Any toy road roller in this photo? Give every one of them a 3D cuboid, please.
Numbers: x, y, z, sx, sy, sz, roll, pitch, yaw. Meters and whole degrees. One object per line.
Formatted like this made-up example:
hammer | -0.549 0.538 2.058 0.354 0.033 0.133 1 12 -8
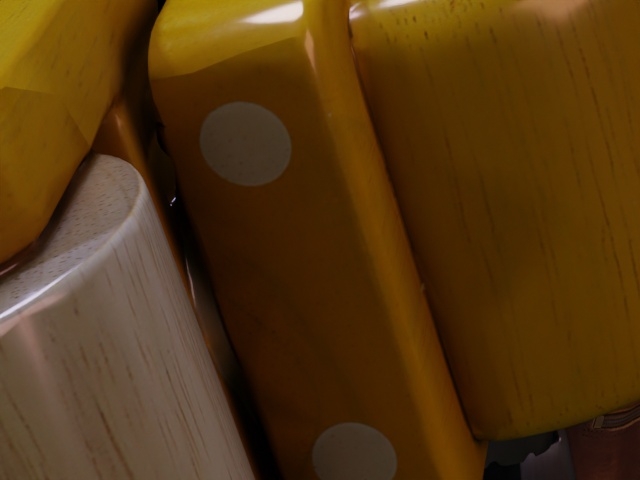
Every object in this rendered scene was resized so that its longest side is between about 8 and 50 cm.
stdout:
toy road roller | 0.000 0.000 0.549 0.329 0.241 0.202 -72 146 -62

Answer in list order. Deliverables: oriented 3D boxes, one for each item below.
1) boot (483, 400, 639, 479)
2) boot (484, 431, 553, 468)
boot | 0.176 0.025 1.067 0.280 0.096 0.264 -16 105 -46
boot | -0.044 -0.039 0.777 0.348 0.131 0.260 -5 110 -26
